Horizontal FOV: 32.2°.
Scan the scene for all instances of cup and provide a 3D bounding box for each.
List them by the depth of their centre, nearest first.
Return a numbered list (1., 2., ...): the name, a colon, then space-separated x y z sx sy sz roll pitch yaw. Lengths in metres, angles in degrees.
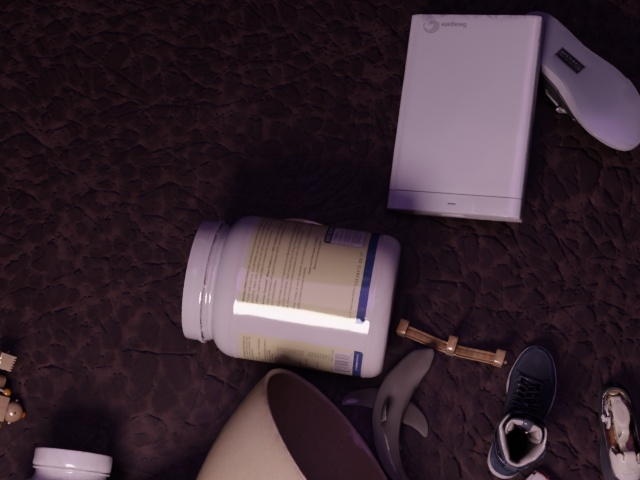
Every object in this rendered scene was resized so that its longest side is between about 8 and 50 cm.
1. cup: -0.064 0.398 1.697 0.237 0.331 0.331 -38 76 12

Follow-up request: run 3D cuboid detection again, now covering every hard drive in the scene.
1. hard drive: 0.251 -0.216 1.916 0.233 0.047 0.353 5 82 21

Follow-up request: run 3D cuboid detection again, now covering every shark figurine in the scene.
1. shark figurine: 0.124 0.316 1.794 0.166 0.116 0.278 -9 74 2

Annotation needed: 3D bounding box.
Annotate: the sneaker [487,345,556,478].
1. sneaker: 0.333 0.266 1.772 0.086 0.163 0.226 16 75 8

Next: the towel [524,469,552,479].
1. towel: 0.320 0.558 1.758 0.329 0.037 0.237 -44 78 -9

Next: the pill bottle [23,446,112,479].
1. pill bottle: -0.412 0.493 1.732 0.181 0.181 0.323 6 76 4

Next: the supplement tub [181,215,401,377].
1. supplement tub: -0.043 0.086 1.799 0.325 0.235 0.235 9 75 5

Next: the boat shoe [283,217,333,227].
1. boat shoe: 0.000 0.000 1.913 0.152 0.056 0.049 13 71 6

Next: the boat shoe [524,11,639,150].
1. boat shoe: 0.450 -0.266 1.941 0.113 0.105 0.306 -43 71 -4

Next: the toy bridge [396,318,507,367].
1. toy bridge: 0.220 0.176 1.850 0.188 0.063 0.026 17 76 9

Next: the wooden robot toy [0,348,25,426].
1. wooden robot toy: -0.537 0.275 1.870 0.079 0.076 0.173 22 74 -28

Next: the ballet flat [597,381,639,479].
1. ballet flat: 0.488 0.329 1.795 0.074 0.074 0.203 -5 75 1
